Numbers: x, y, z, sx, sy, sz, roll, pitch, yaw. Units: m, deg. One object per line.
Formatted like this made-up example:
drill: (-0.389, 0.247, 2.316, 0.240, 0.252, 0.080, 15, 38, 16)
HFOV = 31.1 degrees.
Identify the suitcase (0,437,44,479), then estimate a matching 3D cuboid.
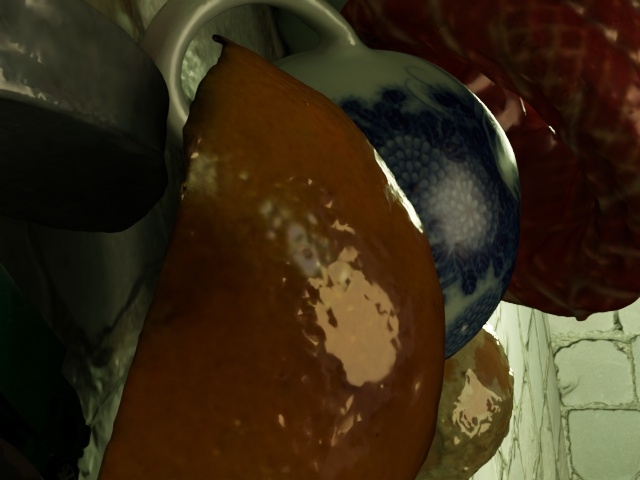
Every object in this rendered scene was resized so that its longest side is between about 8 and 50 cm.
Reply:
suitcase: (-0.152, 0.221, 0.330, 0.351, 0.194, 0.339, 57, 27, -59)

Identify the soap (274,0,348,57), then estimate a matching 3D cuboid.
soap: (0.033, -0.275, 1.198, 0.289, 0.095, 0.172, -74, 155, -48)

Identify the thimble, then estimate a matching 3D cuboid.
thimble: (0.187, -0.116, 0.988, 0.230, 0.350, 0.350, -43, 133, -30)

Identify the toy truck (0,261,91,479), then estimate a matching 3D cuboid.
toy truck: (-0.163, 0.070, 0.533, 0.147, 0.065, 0.079, 66, 24, -44)

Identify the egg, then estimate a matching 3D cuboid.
egg: (0.092, 0.144, 1.130, 0.233, 0.195, 0.195, -105, 178, -56)

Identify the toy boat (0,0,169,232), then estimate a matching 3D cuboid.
toy boat: (-0.143, -0.136, 0.598, 0.276, 0.111, 0.293, 70, 12, -60)

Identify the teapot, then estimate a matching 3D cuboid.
teapot: (0.000, 0.000, 0.835, 0.280, 0.252, 0.424, -43, 127, -21)

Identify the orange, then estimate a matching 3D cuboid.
orange: (-0.059, 0.061, 0.604, 0.274, 0.274, 0.310, 14, 58, -72)
